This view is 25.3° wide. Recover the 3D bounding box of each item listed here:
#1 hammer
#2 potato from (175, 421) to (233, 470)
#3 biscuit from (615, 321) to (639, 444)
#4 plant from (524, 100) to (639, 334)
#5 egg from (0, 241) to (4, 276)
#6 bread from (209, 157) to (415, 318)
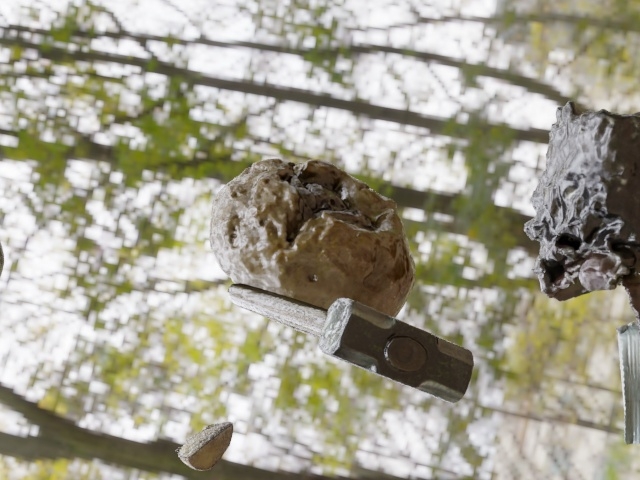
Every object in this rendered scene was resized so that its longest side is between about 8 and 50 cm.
[{"bbox_3d":[-0.003,0.065,1.167,0.365,0.111,0.043,13,81,68],"label":"hammer"},{"bbox_3d":[-0.144,0.259,1.758,0.093,0.037,0.036,-34,-66,-49],"label":"potato"},{"bbox_3d":[0.508,0.170,2.047,0.309,0.079,0.186,-20,-71,-55],"label":"biscuit"},{"bbox_3d":[0.324,-0.031,1.524,0.178,0.204,0.234,-2,-85,-29],"label":"plant"},{"bbox_3d":[-0.504,0.033,1.894,0.172,0.132,0.132,-21,-55,-36],"label":"egg"},{"bbox_3d":[0.000,0.000,1.467,0.123,0.230,0.230,-60,-11,21],"label":"bread"}]
